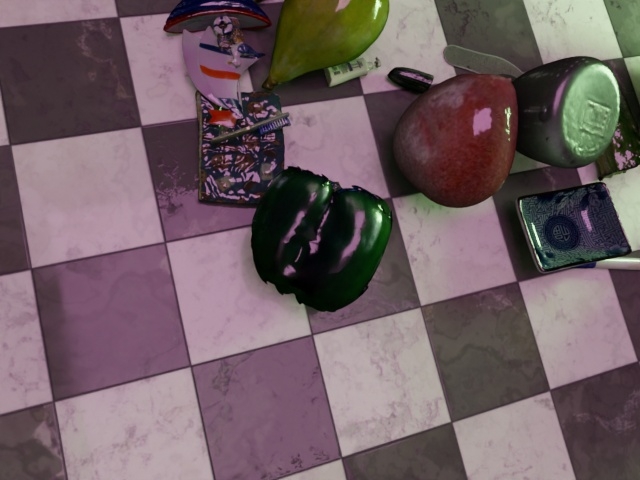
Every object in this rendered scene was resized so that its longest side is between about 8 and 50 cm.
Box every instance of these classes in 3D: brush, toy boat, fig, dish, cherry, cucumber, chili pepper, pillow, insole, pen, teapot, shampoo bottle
[{"bbox_3d":[-0.143,-0.225,1.113,0.178,0.033,0.030,-24,98,-18],"label":"brush"},{"bbox_3d":[-0.233,-0.399,1.140,0.218,0.072,0.319,17,77,-7],"label":"toy boat"},{"bbox_3d":[0.021,-0.453,1.151,0.232,0.233,0.315,14,95,-10],"label":"fig"},{"bbox_3d":[0.566,-0.024,1.237,0.242,0.080,0.182,-11,75,-12],"label":"dish"},{"bbox_3d":[0.285,-0.208,1.113,0.221,0.308,0.261,-9,55,-45],"label":"cherry"},{"bbox_3d":[0.708,-0.321,1.323,0.145,0.105,0.326,-14,80,-14],"label":"cucumber"},{"bbox_3d":[0.000,0.000,1.041,0.248,0.233,0.257,21,82,8],"label":"chili pepper"},{"bbox_3d":[0.206,-0.379,1.248,0.105,0.048,0.048,15,76,-7],"label":"cucumber"},{"bbox_3d":[-0.167,-0.200,1.137,0.188,0.034,0.256,-1,78,-15],"label":"pillow"},{"bbox_3d":[0.410,-0.431,1.325,0.231,0.003,0.080,18,76,-9],"label":"insole"},{"bbox_3d":[0.716,0.055,1.283,0.268,0.033,0.033,3,78,-12],"label":"pen"},{"bbox_3d":[0.501,-0.295,1.194,0.305,0.285,0.224,-25,113,-23],"label":"teapot"},{"bbox_3d":[0.076,-0.391,1.227,0.140,0.034,0.049,-18,76,-16],"label":"shampoo bottle"}]

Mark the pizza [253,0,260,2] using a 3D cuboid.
[{"bbox_3d":[-0.133,-0.708,1.218,0.223,0.089,0.324,28,74,-9],"label":"pizza"}]
